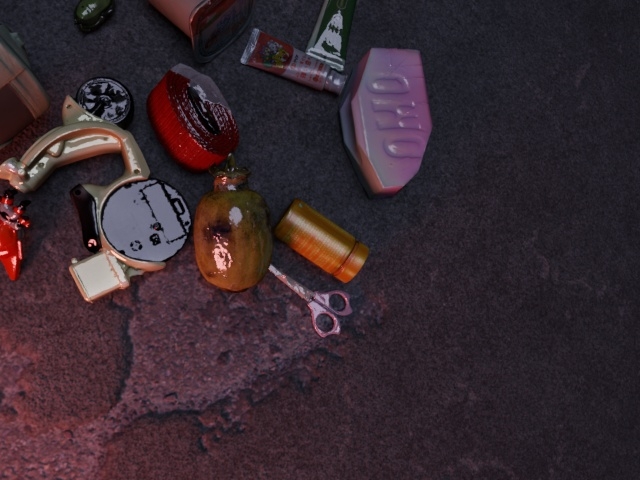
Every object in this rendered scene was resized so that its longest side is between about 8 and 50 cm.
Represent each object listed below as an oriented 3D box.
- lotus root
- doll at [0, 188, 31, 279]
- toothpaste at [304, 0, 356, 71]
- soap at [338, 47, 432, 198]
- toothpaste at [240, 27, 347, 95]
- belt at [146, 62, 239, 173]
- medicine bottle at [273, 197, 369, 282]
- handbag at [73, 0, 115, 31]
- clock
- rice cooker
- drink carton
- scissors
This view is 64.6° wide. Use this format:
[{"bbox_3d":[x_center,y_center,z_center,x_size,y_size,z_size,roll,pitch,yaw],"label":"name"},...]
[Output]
[{"bbox_3d":[-0.166,-0.032,0.969,0.154,0.154,0.277,-3,107,-18],"label":"lotus root"},{"bbox_3d":[-0.552,-0.013,0.877,0.109,0.169,0.057,37,34,-7],"label":"doll"},{"bbox_3d":[0.056,-0.589,1.204,0.099,0.061,0.391,17,81,-10],"label":"toothpaste"},{"bbox_3d":[0.150,-0.264,1.153,0.193,0.109,0.323,-5,83,-18],"label":"soap"},{"bbox_3d":[-0.056,-0.395,1.143,0.234,0.057,0.089,21,81,-5],"label":"toothpaste"},{"bbox_3d":[-0.261,-0.235,1.012,0.128,0.124,0.200,-32,94,-44],"label":"belt"},{"bbox_3d":[0.000,0.000,1.068,0.192,0.096,0.096,34,73,-10],"label":"medicine bottle"},{"bbox_3d":[-0.460,-0.469,1.026,0.072,0.047,0.111,30,71,-10],"label":"handbag"},{"bbox_3d":[-0.414,-0.099,0.947,0.277,0.120,0.378,-31,91,-23],"label":"clock"},{"bbox_3d":[-0.625,-0.263,0.827,0.288,0.288,0.277,42,70,-7],"label":"rice cooker"},{"bbox_3d":[-0.262,-0.500,1.033,0.190,0.191,0.185,37,75,1],"label":"drink carton"},{"bbox_3d":[-0.028,0.114,1.080,0.212,0.021,0.110,38,70,-9],"label":"scissors"}]
